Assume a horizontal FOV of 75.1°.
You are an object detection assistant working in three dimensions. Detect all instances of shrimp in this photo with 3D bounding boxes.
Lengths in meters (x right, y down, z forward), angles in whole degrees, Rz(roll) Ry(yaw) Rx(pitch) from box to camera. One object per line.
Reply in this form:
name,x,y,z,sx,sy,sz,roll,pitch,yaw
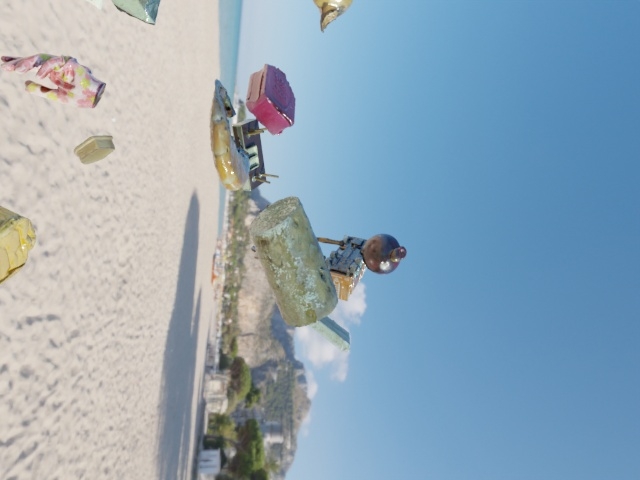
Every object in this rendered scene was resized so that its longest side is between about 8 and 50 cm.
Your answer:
shrimp,-0.246,-0.270,1.119,0.445,0.085,0.271,-120,-158,-81

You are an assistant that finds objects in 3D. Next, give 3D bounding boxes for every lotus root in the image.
lotus root,0.036,-0.653,1.081,0.118,0.125,0.220,4,-104,43

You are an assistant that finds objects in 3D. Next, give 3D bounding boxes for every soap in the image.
soap,-0.175,-0.509,1.468,0.099,0.162,0.249,-29,-135,30

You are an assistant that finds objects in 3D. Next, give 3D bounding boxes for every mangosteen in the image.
mangosteen,0.224,0.047,1.456,0.152,0.153,0.152,-175,-90,-77

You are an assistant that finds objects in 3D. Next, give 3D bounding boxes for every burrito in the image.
burrito,-0.551,-0.807,1.291,0.229,0.144,0.089,-50,-144,33

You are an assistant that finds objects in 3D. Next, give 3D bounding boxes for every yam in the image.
yam,-0.046,0.032,0.686,0.107,0.108,0.194,-134,-156,-73

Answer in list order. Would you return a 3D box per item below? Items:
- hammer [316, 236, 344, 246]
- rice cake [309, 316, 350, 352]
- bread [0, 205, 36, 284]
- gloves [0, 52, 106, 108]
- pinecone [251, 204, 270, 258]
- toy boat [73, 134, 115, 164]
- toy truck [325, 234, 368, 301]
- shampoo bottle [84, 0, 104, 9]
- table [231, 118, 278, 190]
hammer,0.000,0.000,1.705,0.021,0.201,0.078,15,88,-70
rice cake,-0.008,0.212,1.111,0.040,0.226,0.085,-49,-172,10
bread,-0.725,0.028,0.858,0.179,0.133,0.250,-57,-169,42
gloves,-0.755,-0.468,1.181,0.145,0.241,0.126,-8,-123,62
pinecone,-0.216,-0.015,1.943,0.244,0.244,0.308,-131,-154,-72
toy boat,-0.993,-0.390,1.815,0.061,0.188,0.116,66,26,-3
toy truck,0.117,0.108,1.696,0.305,0.137,0.162,-48,147,-54
shampoo bottle,-0.619,-0.729,1.173,0.141,0.049,0.034,-60,-177,11
table,-0.227,-0.311,1.513,0.121,0.111,0.239,-50,141,-55
